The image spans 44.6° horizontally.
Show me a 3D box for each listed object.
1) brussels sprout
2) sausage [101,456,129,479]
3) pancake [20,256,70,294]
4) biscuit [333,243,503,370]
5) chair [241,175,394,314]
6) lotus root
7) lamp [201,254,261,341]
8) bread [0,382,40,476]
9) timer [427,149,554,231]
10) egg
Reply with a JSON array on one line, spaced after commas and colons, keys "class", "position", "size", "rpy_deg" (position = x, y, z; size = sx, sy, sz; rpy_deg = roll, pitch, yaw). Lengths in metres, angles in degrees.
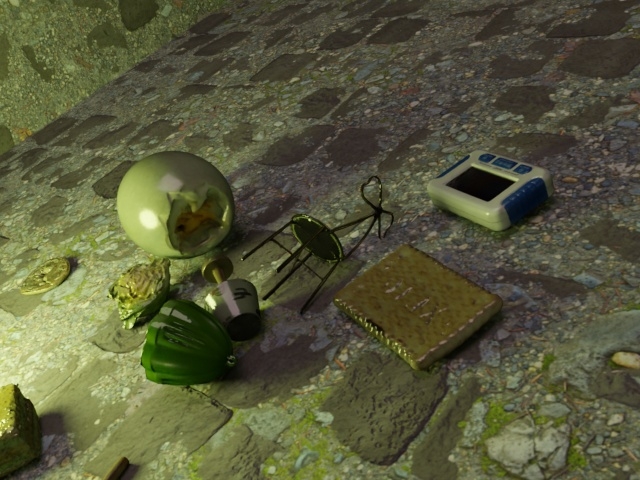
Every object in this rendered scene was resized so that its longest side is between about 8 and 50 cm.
[{"class": "brussels sprout", "position": [-0.425, 0.123, 1.882], "size": [0.139, 0.100, 0.181], "rpy_deg": [17, 48, 34]}, {"class": "sausage", "position": [-0.395, 0.451, 1.425], "size": [0.024, 0.024, 0.132], "rpy_deg": [-2, 36, 32]}, {"class": "pancake", "position": [-0.780, 0.104, 2.214], "size": [0.158, 0.028, 0.158], "rpy_deg": [-18, 34, 13]}, {"class": "biscuit", "position": [0.181, 0.123, 1.515], "size": [0.217, 0.044, 0.325], "rpy_deg": [-34, 32, -15]}, {"class": "chair", "position": [0.000, 0.000, 1.726], "size": [0.170, 0.159, 0.325], "rpy_deg": [14, 52, 45]}, {"class": "lotus root", "position": [-0.239, 0.219, 1.563], "size": [0.186, 0.186, 0.186], "rpy_deg": [-17, 32, 11]}, {"class": "lamp", "position": [-0.199, 0.120, 1.698], "size": [0.121, 0.121, 0.214], "rpy_deg": [-26, 43, -4]}, {"class": "bread", "position": [-0.662, 0.397, 1.615], "size": [0.138, 0.102, 0.196], "rpy_deg": [-28, 28, -11]}, {"class": "timer", "position": [0.370, -0.109, 1.709], "size": [0.178, 0.078, 0.253], "rpy_deg": [-35, 31, -14]}, {"class": "egg", "position": [-0.379, -0.095, 2.004], "size": [0.278, 0.278, 0.336], "rpy_deg": [-36, 33, -18]}]
